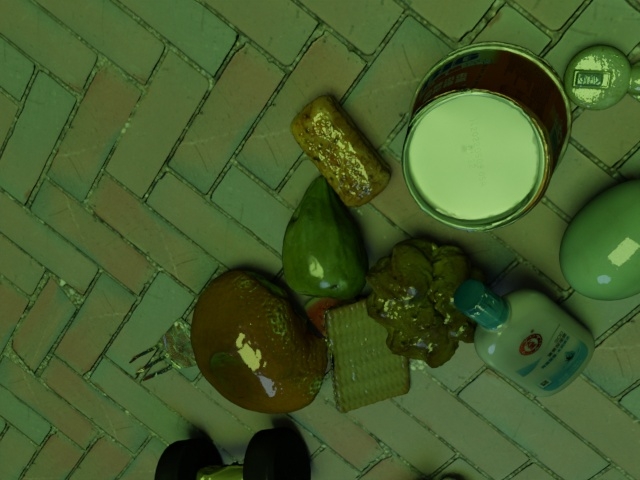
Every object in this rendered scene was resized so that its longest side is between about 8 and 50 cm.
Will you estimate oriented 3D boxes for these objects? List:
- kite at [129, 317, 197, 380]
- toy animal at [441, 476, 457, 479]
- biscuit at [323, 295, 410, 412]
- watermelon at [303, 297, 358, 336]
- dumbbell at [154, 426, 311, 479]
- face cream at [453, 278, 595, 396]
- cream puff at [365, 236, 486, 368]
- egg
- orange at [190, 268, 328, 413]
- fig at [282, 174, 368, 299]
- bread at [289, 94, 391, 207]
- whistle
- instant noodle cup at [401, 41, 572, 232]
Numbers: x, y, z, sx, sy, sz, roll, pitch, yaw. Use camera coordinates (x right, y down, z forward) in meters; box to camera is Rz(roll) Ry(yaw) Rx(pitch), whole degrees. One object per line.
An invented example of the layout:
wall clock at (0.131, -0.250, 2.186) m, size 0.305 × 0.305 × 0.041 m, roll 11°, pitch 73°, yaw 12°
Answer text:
kite at (-0.366, 0.269, 1.667) m, size 0.229 × 0.016 × 0.127 m, roll -26°, pitch 100°, yaw 24°
toy animal at (0.263, 0.674, 1.551) m, size 0.249 × 0.174 × 0.289 m, roll -36°, pitch 97°, yaw 17°
biscuit at (0.096, 0.227, 1.433) m, size 0.172 × 0.029 × 0.255 m, roll -13°, pitch 114°, yaw -14°
watermelon at (0.018, 0.167, 1.444) m, size 0.135 × 0.094 × 0.125 m, roll 16°, pitch 125°, yaw 23°
dumbbell at (-0.205, 0.554, 1.633) m, size 0.322 × 0.204 × 0.204 m, roll -13°, pitch 109°, yaw 23°
face cream at (0.356, 0.164, 1.238) m, size 0.336 × 0.080 × 0.163 m, roll 35°, pitch 101°, yaw -35°
cream puff at (0.203, 0.116, 1.308) m, size 0.244 × 0.196 × 0.244 m, roll -7°, pitch 135°, yaw -7°
egg at (0.502, -0.001, 1.157) m, size 0.168 × 0.168 × 0.231 m, roll 38°, pitch 114°, yaw -1°
orange at (-0.150, 0.237, 1.487) m, size 0.262 × 0.196 × 0.335 m, roll -11°, pitch 116°, yaw 46°
fig at (0.000, 0.014, 1.339) m, size 0.167 × 0.167 × 0.234 m, roll -6°, pitch 118°, yaw 21°
bread at (0.036, -0.163, 1.293) m, size 0.114 × 0.083 × 0.211 m, roll -36°, pitch 97°, yaw 33°
whistle at (0.489, -0.254, 1.108) m, size 0.198 × 0.057 × 0.104 m, roll 8°, pitch 111°, yaw 16°
instant noodle cup at (0.261, -0.160, 1.139) m, size 0.296 × 0.214 × 0.296 m, roll 8°, pitch 116°, yaw 16°
